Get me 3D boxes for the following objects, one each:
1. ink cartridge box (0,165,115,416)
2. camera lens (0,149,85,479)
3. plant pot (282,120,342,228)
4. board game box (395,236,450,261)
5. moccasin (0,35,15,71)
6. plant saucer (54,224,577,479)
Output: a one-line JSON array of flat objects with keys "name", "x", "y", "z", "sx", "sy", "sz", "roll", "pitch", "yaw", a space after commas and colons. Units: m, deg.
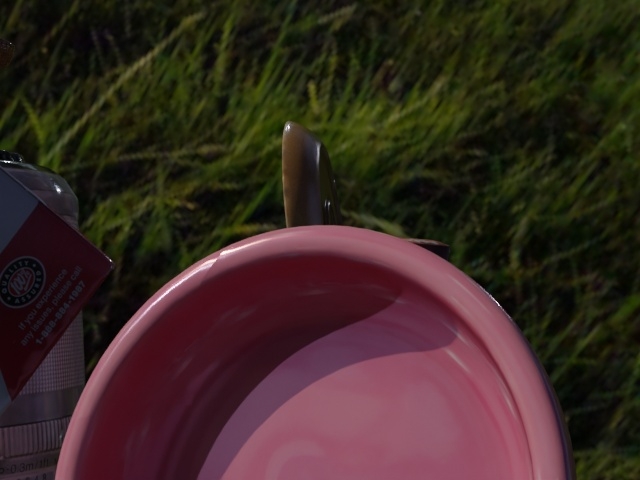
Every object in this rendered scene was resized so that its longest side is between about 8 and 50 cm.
[{"name": "ink cartridge box", "x": -0.199, "y": -0.001, "z": 0.448, "sx": 0.176, "sy": 0.128, "sz": 0.127, "roll": 44, "pitch": -17, "yaw": -27}, {"name": "camera lens", "x": -0.280, "y": 0.077, "z": 0.850, "sx": 0.219, "sy": 0.219, "sz": 0.274, "roll": 1, "pitch": 84, "yaw": -49}, {"name": "plant pot", "x": 0.000, "y": 0.000, "z": 1.144, "sx": 0.032, "sy": 0.236, "sz": 0.236, "roll": -8, "pitch": 28, "yaw": 7}, {"name": "board game box", "x": 0.019, "y": 0.134, "z": 0.969, "sx": 0.145, "sy": 0.281, "sz": 0.027, "roll": 4, "pitch": 9, "yaw": -35}, {"name": "moccasin", "x": -0.494, "y": -0.332, "z": 1.383, "sx": 0.380, "sy": 0.147, "sz": 0.139, "roll": 41, "pitch": 0, "yaw": 17}, {"name": "plant saucer", "x": -0.005, "y": 0.159, "z": 0.715, "sx": 0.332, "sy": 0.332, "sz": 0.084, "roll": 50, "pitch": 8, "yaw": 30}]
